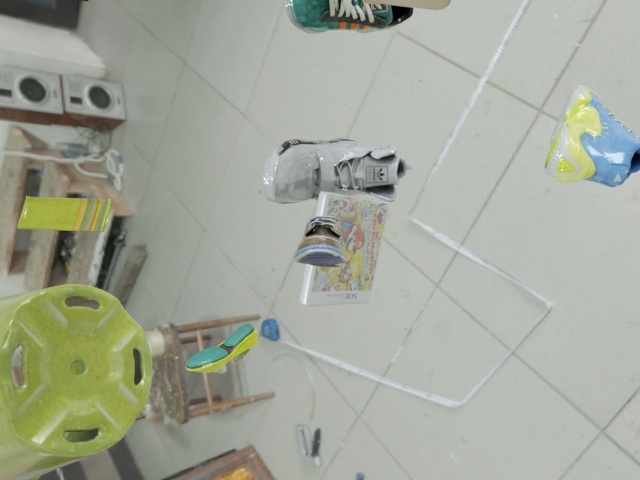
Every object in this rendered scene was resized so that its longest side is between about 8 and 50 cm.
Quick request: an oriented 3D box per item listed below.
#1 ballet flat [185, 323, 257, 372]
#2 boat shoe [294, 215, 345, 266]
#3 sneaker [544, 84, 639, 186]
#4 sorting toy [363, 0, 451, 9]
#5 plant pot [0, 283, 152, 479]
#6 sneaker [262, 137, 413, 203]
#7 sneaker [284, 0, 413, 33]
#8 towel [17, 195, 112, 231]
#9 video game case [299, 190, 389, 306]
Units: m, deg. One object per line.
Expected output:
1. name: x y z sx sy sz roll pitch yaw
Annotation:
1. ballet flat: -0.254 0.308 1.524 0.077 0.231 0.077 11 120 40
2. boat shoe: 0.000 0.000 0.779 0.183 0.066 0.066 83 -171 -85
3. sneaker: 0.406 -0.144 0.831 0.126 0.240 0.091 23 136 14
4. sorting toy: 0.112 -0.468 0.908 0.208 0.038 0.193 31 158 49
5. plant pot: -0.344 0.167 0.660 0.253 0.276 0.276 -19 78 31
6. sneaker: 0.048 -0.153 1.250 0.210 0.365 0.138 12 111 33
7. sneaker: 0.065 -0.457 1.090 0.121 0.302 0.108 6 108 41
8. towel: -0.692 -0.073 1.543 0.021 0.237 0.102 91 -179 -60
9. video game case: 0.054 0.022 1.174 0.026 0.206 0.227 16 98 42
